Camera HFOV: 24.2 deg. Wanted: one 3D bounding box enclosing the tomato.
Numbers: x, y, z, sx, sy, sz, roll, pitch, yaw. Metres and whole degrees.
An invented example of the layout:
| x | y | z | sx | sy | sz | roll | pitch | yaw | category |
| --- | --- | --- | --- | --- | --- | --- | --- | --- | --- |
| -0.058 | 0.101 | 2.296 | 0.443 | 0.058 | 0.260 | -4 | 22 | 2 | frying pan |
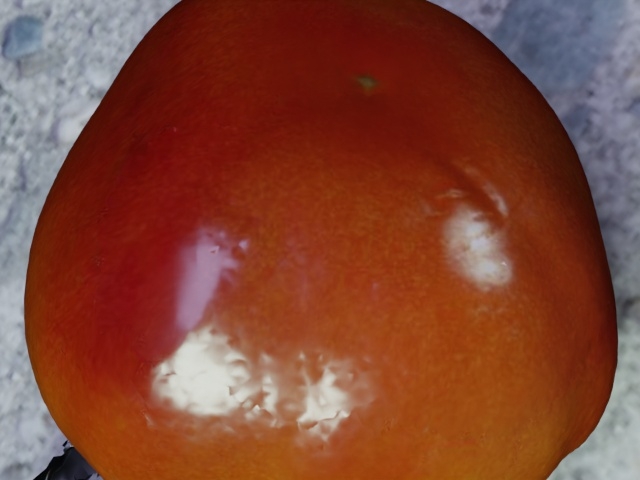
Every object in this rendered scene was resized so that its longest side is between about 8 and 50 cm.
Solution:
| x | y | z | sx | sy | sz | roll | pitch | yaw | category |
| --- | --- | --- | --- | --- | --- | --- | --- | --- | --- |
| 0.004 | 0.001 | 0.609 | 0.259 | 0.180 | 0.260 | 5 | 51 | -6 | tomato |

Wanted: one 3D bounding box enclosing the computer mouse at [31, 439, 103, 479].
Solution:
| x | y | z | sx | sy | sz | roll | pitch | yaw | category |
| --- | --- | --- | --- | --- | --- | --- | --- | --- | --- |
| -0.046 | 0.143 | 0.688 | 0.241 | 0.077 | 0.147 | -10 | 76 | 19 | computer mouse |
